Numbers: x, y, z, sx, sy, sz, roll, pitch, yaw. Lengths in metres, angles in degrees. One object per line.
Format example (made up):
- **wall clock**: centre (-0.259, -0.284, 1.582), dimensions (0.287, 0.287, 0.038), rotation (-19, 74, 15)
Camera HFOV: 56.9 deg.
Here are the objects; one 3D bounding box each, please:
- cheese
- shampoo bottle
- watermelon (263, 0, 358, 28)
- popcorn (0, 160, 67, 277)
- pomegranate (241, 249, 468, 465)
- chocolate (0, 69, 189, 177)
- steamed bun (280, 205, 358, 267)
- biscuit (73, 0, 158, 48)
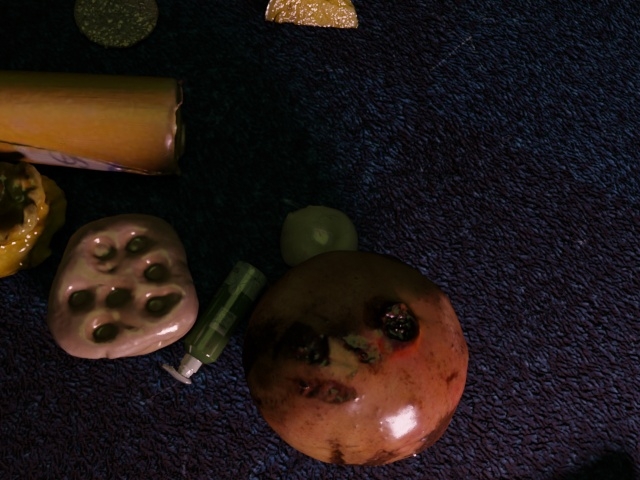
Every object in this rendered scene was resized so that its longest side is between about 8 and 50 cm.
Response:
- **cheese**: centre (-0.288, 0.076, 0.886), dimensions (0.218, 0.117, 0.235), rotation (35, 71, 3)
- **shampoo bottle**: centre (-0.163, 0.129, 0.924), dimensions (0.065, 0.065, 0.204), rotation (32, 72, 0)
- **watermelon**: centre (-0.018, -0.463, 1.134), dimensions (0.182, 0.075, 0.092), rotation (0, 118, -8)
- **popcorn**: centre (-0.484, -0.037, 0.871), dimensions (0.198, 0.155, 0.197), rotation (-1, 70, 3)
- **pomegranate**: centre (0.049, 0.162, 0.843), dimensions (0.322, 0.322, 0.322), rotation (3, 74, -9)
- **chocolate**: centre (-0.434, -0.182, 0.913), dimensions (0.446, 0.162, 0.162), rotation (1, 74, -11)
- **steamed bun**: centre (0.000, 0.000, 0.973), dimensions (0.130, 0.091, 0.112), rotation (6, 75, -9)
- **biscuit**: centre (-0.367, -0.411, 1.065), dimensions (0.152, 0.020, 0.152), rotation (3, 75, -10)
